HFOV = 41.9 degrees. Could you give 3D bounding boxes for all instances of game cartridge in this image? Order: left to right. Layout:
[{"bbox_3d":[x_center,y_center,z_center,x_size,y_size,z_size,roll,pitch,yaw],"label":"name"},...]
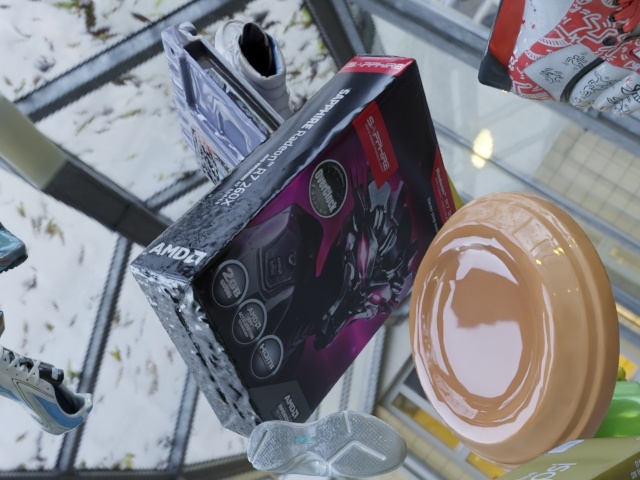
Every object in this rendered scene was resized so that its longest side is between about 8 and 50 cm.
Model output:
[{"bbox_3d":[-0.103,-0.116,1.161,0.068,0.355,0.230,-28,-33,-23],"label":"game cartridge"}]

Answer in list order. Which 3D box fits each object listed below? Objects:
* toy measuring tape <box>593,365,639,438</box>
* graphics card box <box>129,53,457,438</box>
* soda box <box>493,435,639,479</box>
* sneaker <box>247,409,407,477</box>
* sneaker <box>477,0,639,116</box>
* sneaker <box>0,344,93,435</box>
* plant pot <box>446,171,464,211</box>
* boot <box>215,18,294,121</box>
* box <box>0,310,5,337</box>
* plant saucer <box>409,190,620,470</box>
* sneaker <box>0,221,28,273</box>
[{"bbox_3d":[0.213,0.198,0.584,0.330,0.122,0.121,-73,2,-54],"label":"toy measuring tape"},{"bbox_3d":[0.000,0.000,0.861,0.371,0.094,0.232,-46,-48,-32],"label":"graphics card box"},{"bbox_3d":[0.077,0.135,0.336,0.181,0.061,0.058,-12,-6,-37],"label":"soda box"},{"bbox_3d":[0.012,0.176,0.715,0.061,0.152,0.053,30,-121,-47],"label":"sneaker"},{"bbox_3d":[0.204,-0.180,0.588,0.270,0.145,0.090,86,-157,-69],"label":"sneaker"},{"bbox_3d":[-0.422,0.189,1.182,0.086,0.085,0.237,-39,-57,6],"label":"sneaker"},{"bbox_3d":[0.132,-0.056,1.469,0.187,0.212,0.212,-21,-16,-8],"label":"plant pot"},{"bbox_3d":[-0.099,-0.284,1.259,0.095,0.258,0.123,-17,-36,-14],"label":"boot"},{"bbox_3d":[-0.714,0.211,1.538,0.232,0.184,0.059,-79,2,-47],"label":"box"},{"bbox_3d":[0.123,0.064,0.597,0.037,0.200,0.199,-1,-51,-29],"label":"plant saucer"},{"bbox_3d":[-0.608,-0.031,1.410,0.104,0.262,0.125,-44,-29,-49],"label":"sneaker"}]
